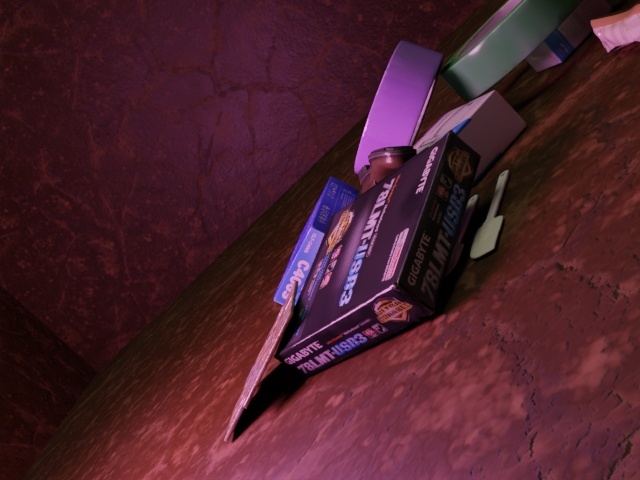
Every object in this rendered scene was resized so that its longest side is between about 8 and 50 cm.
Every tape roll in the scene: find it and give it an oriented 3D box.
[{"bbox_3d":[0.366,-0.402,1.453,0.321,0.077,0.321,-45,7,7],"label":"tape roll"},{"bbox_3d":[0.155,-0.247,1.514,0.275,0.090,0.274,20,-90,-83],"label":"tape roll"}]

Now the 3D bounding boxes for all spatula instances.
[{"bbox_3d":[0.192,-0.012,1.077,0.168,0.019,0.242,-39,11,35],"label":"spatula"}]

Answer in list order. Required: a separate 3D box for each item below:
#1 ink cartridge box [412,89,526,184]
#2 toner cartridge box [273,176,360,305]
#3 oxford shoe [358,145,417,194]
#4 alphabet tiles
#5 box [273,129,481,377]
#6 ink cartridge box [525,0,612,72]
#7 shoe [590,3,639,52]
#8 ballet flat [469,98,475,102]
[{"bbox_3d":[0.233,-0.160,1.323,0.148,0.086,0.203,-48,10,-14],"label":"ink cartridge box"},{"bbox_3d":[0.000,0.000,1.524,0.348,0.075,0.165,-71,7,-69],"label":"toner cartridge box"},{"bbox_3d":[0.120,-0.100,1.306,0.083,0.096,0.227,-5,-12,-5],"label":"oxford shoe"},{"bbox_3d":[-0.090,0.188,1.193,0.198,0.009,0.237,-88,23,-79],"label":"alphabet tiles"},{"bbox_3d":[0.078,0.023,1.092,0.293,0.073,0.295,-37,23,49],"label":"box"},{"bbox_3d":[0.470,-0.406,1.446,0.180,0.060,0.104,-46,8,-5],"label":"ink cartridge box"},{"bbox_3d":[0.467,-0.309,1.097,0.077,0.058,0.219,-15,10,-10],"label":"shoe"},{"bbox_3d":[0.252,-0.208,1.530,0.250,0.058,0.084,-34,14,49],"label":"ballet flat"}]
